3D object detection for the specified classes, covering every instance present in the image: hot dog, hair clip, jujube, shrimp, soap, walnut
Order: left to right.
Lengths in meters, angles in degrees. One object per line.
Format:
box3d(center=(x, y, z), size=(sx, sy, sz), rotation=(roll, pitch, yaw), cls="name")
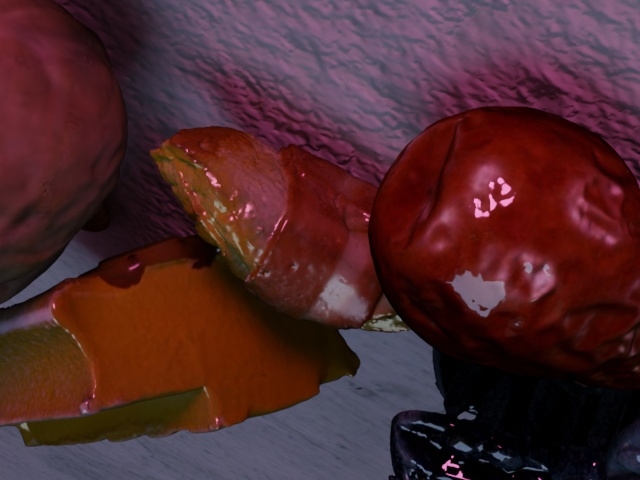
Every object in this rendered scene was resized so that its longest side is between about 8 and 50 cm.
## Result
box3d(center=(-0.246, -0.067, 0.838), size=(0.248, 0.248, 0.248), rotation=(17, 149, 10), cls="walnut")
box3d(center=(-0.215, -0.042, 1.063), size=(0.083, 0.023, 0.114), rotation=(17, 153, 15), cls="shrimp")
box3d(center=(-0.158, 0.082, 1.009), size=(0.259, 0.143, 0.281), rotation=(-8, 177, -41), cls="soap")
box3d(center=(-0.003, 0.005, 0.896), size=(0.261, 0.123, 0.093), rotation=(29, 124, -11), cls="hot dog")
box3d(center=(0.138, 0.018, 0.801), size=(0.168, 0.168, 0.236), rotation=(-13, 141, 44), cls="jujube")
box3d(center=(0.215, 0.159, 0.966), size=(0.310, 0.194, 0.206), rotation=(-3, 129, 40), cls="hair clip")
